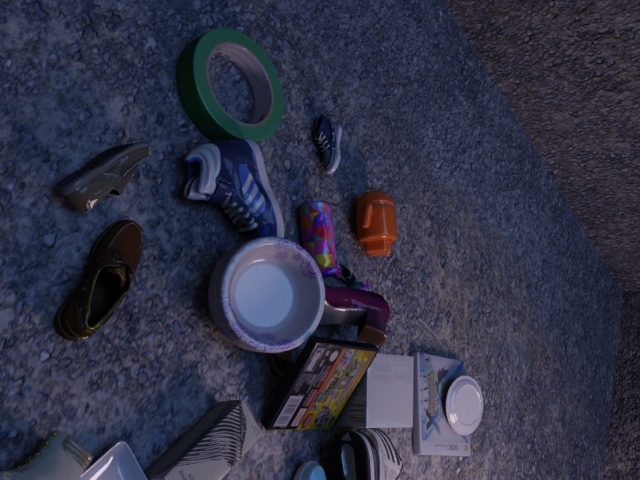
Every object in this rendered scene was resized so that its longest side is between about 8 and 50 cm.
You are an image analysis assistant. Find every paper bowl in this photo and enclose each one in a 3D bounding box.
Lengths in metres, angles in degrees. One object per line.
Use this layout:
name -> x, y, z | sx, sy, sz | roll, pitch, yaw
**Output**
paper bowl -> -0.142, 0.136, 1.745 | 0.285, 0.148, 0.284 | 4, 82, -28

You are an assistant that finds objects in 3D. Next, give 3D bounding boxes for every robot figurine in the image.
robot figurine -> 0.176, -0.064, 2.218 | 0.158, 0.128, 0.219 | 6, 74, -30

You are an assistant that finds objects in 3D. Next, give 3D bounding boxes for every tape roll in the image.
tape roll -> -0.238, -0.412, 1.899 | 0.321, 0.077, 0.321 | 19, 64, -45

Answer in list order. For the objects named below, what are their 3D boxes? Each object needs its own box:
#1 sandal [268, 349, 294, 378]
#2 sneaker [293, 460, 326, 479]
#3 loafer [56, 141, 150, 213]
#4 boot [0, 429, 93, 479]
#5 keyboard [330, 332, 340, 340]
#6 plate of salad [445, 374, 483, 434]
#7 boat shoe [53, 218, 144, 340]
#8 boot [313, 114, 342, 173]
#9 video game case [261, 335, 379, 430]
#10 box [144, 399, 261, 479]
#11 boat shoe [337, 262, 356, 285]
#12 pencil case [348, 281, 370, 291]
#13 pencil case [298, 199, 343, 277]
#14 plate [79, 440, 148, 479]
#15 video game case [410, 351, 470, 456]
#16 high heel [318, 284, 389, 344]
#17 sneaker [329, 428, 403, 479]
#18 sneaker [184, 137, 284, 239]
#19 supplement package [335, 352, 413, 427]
sandal -> -0.103, 0.282, 1.853 | 0.072, 0.049, 0.180 | -15, 90, -50
sneaker -> 0.034, 0.716, 1.751 | 0.127, 0.208, 0.318 | 12, 69, -45
loafer -> -0.471, -0.142, 1.552 | 0.251, 0.094, 0.087 | -45, 124, -41
boot -> -0.544, 0.419, 1.289 | 0.213, 0.077, 0.165 | 32, 40, -13
keyboard -> 0.089, 0.392, 2.065 | 0.072, 0.014, 0.256 | -47, 114, -45
plate of salad -> 0.485, 0.560, 2.381 | 0.200, 0.048, 0.199 | 6, 80, -39
boat shoe -> -0.442, 0.078, 1.491 | 0.111, 0.105, 0.307 | 42, 50, -32
boot -> 0.013, -0.298, 2.165 | 0.086, 0.069, 0.189 | 28, 50, -32
video game case -> 0.002, 0.378, 1.825 | 0.248, 0.035, 0.274 | 15, 109, -45
box -> -0.262, 0.483, 1.576 | 0.275, 0.094, 0.113 | -41, 109, -47
boat shoe -> 0.072, 0.100, 2.118 | 0.125, 0.038, 0.046 | 36, 53, -36
pencil case -> 0.088, 0.182, 2.085 | 0.064, 0.070, 0.152 | 46, 42, 4
pencil case -> 0.000, 0.000, 2.023 | 0.104, 0.105, 0.236 | -2, 79, -49
plate -> -0.436, 0.590, 1.384 | 0.277, 0.045, 0.277 | -38, 107, -47
video game case -> 0.407, 0.555, 2.356 | 0.300, 0.036, 0.328 | 19, 64, -44
high heel -> 0.022, 0.159, 1.963 | 0.377, 0.127, 0.181 | 29, 31, -14
sneaker -> 0.155, 0.735, 1.915 | 0.258, 0.169, 0.447 | 9, 78, -55
sneaker -> -0.238, -0.095, 1.778 | 0.236, 0.130, 0.322 | -19, 98, -39
supplement package -> 0.148, 0.426, 1.994 | 0.194, 0.149, 0.203 | 13, 74, -40
